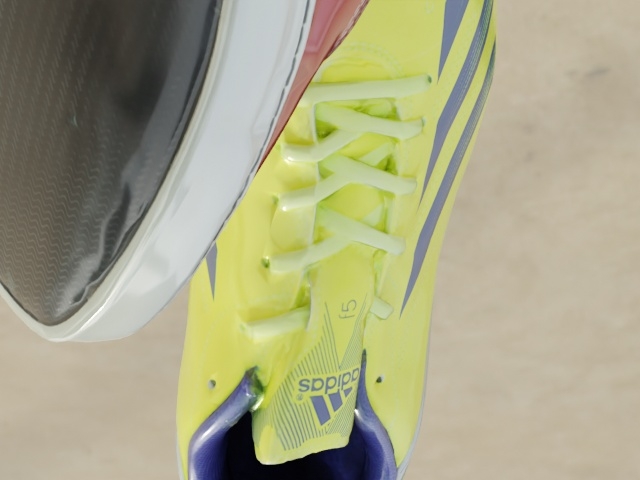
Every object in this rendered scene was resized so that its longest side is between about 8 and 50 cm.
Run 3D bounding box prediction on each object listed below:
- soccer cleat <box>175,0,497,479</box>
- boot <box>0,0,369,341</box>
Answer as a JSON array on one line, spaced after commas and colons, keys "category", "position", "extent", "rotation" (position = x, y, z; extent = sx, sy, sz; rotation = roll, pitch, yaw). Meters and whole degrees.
[{"category": "soccer cleat", "position": [0.001, 0.000, 0.530], "extent": [0.093, 0.121, 0.289], "rotation": [5, 133, 0]}, {"category": "boot", "position": [0.017, -0.084, 0.408], "extent": [0.176, 0.088, 0.244], "rotation": [-16, 143, -45]}]
